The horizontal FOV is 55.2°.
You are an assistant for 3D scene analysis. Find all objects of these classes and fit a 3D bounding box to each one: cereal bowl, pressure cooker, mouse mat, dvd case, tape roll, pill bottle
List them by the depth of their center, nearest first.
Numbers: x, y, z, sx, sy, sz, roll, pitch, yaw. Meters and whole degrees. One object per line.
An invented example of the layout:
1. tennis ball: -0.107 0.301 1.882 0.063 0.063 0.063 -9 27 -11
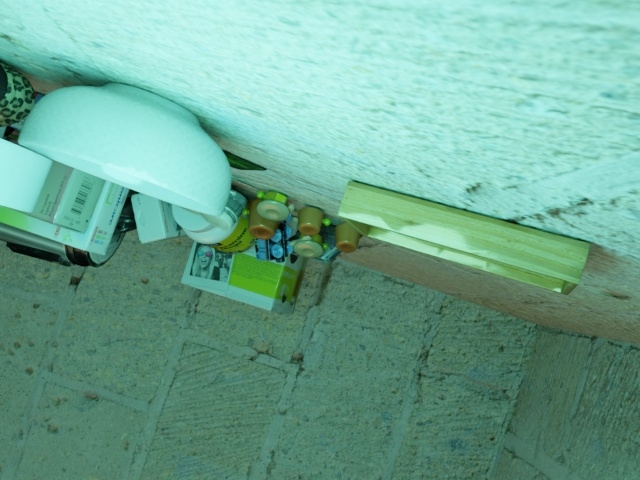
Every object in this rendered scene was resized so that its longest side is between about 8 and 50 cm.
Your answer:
1. cereal bowl: -0.298 -0.159 0.998 0.338 0.141 0.339 18 175 1
2. tape roll: -0.599 -0.140 0.999 0.286 0.100 0.286 20 177 1
3. mouse mat: -0.221 -0.182 1.292 0.189 0.007 0.152 22 175 -32
4. pressure cooker: -0.710 -0.120 1.760 0.420 0.370 0.376 17 144 0
5. pill bottle: -0.305 -0.071 1.827 0.187 0.188 0.334 17 176 16
6. dvd case: 0.000 0.000 1.856 0.221 0.164 0.018 14 131 46

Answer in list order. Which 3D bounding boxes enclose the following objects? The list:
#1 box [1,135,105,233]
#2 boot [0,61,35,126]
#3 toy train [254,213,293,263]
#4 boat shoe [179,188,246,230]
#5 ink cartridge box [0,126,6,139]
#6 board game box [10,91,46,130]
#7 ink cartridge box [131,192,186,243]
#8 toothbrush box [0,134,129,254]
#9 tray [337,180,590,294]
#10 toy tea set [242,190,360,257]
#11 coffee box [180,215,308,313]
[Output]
1. box: -0.621 -0.126 1.349 0.232 0.149 0.127 18 174 12
2. boot: -0.693 -0.298 1.006 0.377 0.138 0.284 10 173 24
3. toy train: -0.144 -0.023 1.822 0.105 0.184 0.080 3 -168 31
4. boat shoe: -0.333 -0.137 1.620 0.319 0.099 0.116 29 157 22
5. ink cartridge box: -0.771 -0.283 1.224 0.232 0.168 0.171 19 175 -4
6. board game box: -0.494 -0.220 1.412 0.301 0.086 0.308 18 176 2
7. ink cartridge box: -0.456 -0.072 1.772 0.082 0.140 0.190 -11 -178 10
8. toothbrush box: -0.637 -0.108 1.486 0.283 0.206 0.122 19 175 5
9. tray: 0.254 -0.005 1.107 0.410 0.076 0.203 16 175 19
10. toy tea set: -0.048 -0.058 1.696 0.335 0.124 0.200 24 144 -23
11. coffee box: -0.243 0.056 2.209 0.337 0.335 0.337 15 174 12
